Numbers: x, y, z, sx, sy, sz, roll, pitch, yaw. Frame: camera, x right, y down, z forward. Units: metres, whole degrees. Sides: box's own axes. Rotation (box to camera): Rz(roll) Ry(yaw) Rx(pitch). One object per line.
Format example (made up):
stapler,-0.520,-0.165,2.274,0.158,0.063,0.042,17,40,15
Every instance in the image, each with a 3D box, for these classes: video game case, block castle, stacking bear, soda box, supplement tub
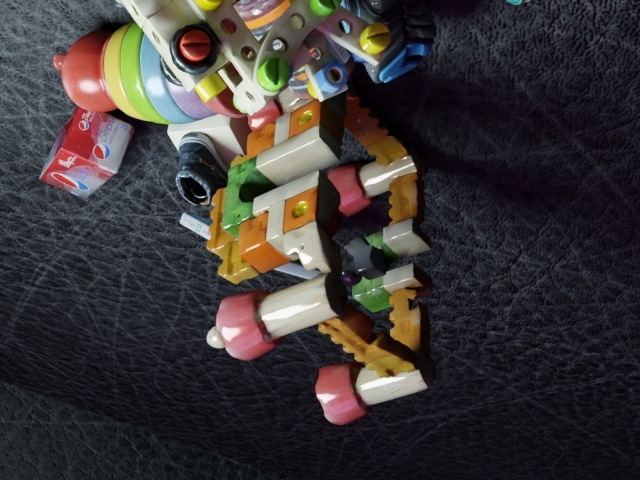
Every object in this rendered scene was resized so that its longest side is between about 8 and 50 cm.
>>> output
video game case,-0.095,0.015,1.414,0.212,0.023,0.193,18,-175,-42
block castle,0.000,0.000,1.235,0.213,0.453,0.303,-21,138,29
stacking bear,-0.234,-0.241,1.203,0.289,0.164,0.175,1,159,29
soda box,-0.382,-0.139,1.401,0.092,0.083,0.263,25,164,-21
supplement tub,-0.042,-0.282,1.114,0.106,0.106,0.198,-14,133,34

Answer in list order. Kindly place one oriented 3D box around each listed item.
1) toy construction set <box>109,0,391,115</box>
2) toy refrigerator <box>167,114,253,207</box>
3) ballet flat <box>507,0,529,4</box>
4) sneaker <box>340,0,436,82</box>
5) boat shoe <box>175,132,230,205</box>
toy construction set,-0.101,-0.267,0.913,0.328,0.215,0.151,49,161,6
toy refrigerator,-0.142,-0.130,1.409,0.102,0.094,0.269,-4,147,16
ballet flat,0.189,-0.364,0.953,0.241,0.077,0.091,41,178,-40
sneaker,0.065,-0.314,0.969,0.140,0.125,0.341,53,162,17
boat shoe,-0.168,-0.077,1.328,0.065,0.083,0.183,-8,145,21
